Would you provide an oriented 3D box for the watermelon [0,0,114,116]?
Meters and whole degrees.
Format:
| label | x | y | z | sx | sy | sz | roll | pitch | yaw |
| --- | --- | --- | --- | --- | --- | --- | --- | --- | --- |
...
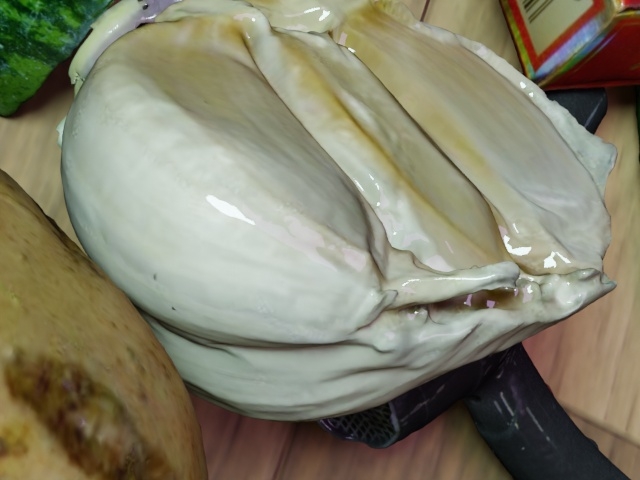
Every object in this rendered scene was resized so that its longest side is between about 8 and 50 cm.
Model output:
| label | x | y | z | sx | sy | sz | roll | pitch | yaw |
| --- | --- | --- | --- | --- | --- | --- | --- | --- | --- |
| watermelon | -0.139 | -0.179 | 0.719 | 0.128 | 0.146 | 0.231 | -34 | 96 | -30 |

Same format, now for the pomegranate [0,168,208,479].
| label | x | y | z | sx | sy | sz | roll | pitch | yaw |
| --- | --- | --- | --- | --- | --- | --- | --- | --- | --- |
| pomegranate | -0.188 | 0.098 | 0.555 | 0.322 | 0.322 | 0.322 | 7 | 74 | -27 |

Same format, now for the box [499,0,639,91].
| label | x | y | z | sx | sy | sz | roll | pitch | yaw |
| --- | --- | --- | --- | --- | --- | --- | --- | --- | --- |
| box | 0.154 | -0.233 | 0.899 | 0.197 | 0.089 | 0.313 | -7 | 70 | -29 |

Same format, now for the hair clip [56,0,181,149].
| label | x | y | z | sx | sy | sz | roll | pitch | yaw |
| --- | --- | --- | --- | --- | --- | --- | --- | --- | --- |
| hair clip | -0.039 | -0.075 | 0.762 | 0.056 | 0.187 | 0.146 | 42 | 94 | 28 |

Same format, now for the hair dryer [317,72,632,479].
| label | x | y | z | sx | sy | sz | roll | pitch | yaw |
| --- | --- | --- | --- | --- | --- | --- | --- | --- | --- |
| hair dryer | 0.117 | 0.066 | 0.857 | 0.272 | 0.091 | 0.235 | 54 | 51 | -21 |

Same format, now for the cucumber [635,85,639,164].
| label | x | y | z | sx | sy | sz | roll | pitch | yaw |
| --- | --- | --- | --- | --- | --- | --- | --- | --- | --- |
| cucumber | 0.190 | -0.035 | 0.916 | 0.056 | 0.056 | 0.250 | 4 | 73 | -28 |

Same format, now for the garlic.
| label | x | y | z | sx | sy | sz | roll | pitch | yaw |
| --- | --- | --- | --- | --- | --- | --- | --- | --- | --- |
| garlic | 0.000 | 0.000 | 0.675 | 0.229 | 0.143 | 0.178 | -1 | 43 | -47 |
